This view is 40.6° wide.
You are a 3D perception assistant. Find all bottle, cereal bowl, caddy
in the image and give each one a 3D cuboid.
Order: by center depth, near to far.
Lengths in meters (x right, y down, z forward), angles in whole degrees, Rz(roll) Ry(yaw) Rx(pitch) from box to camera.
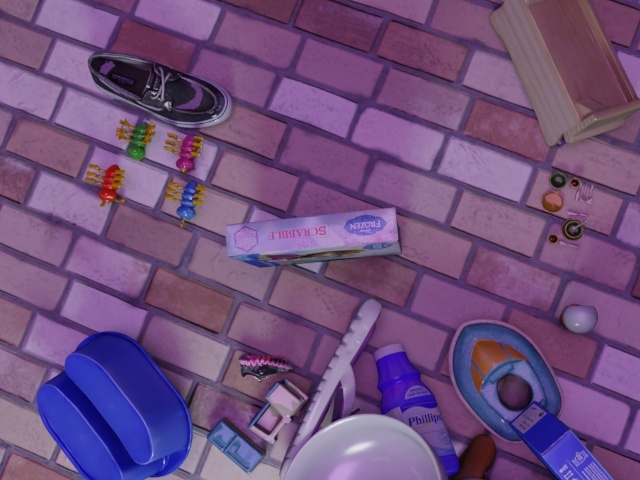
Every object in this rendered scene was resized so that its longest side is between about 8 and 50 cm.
[{"bbox_3d":[0.093,0.505,1.608,0.339,0.141,0.338,-15,54,21],"label":"cereal bowl"},{"bbox_3d":[0.184,0.350,1.755,0.118,0.092,0.282,-1,61,-34],"label":"bottle"},{"bbox_3d":[-0.421,0.354,1.809,0.241,0.179,0.341,-44,80,24],"label":"caddy"}]

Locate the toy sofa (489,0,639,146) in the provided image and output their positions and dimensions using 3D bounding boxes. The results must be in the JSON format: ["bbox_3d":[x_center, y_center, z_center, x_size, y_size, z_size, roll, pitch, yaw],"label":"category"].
[{"bbox_3d":[0.515,-0.390,1.813,0.150,0.177,0.362,-19,81,-21],"label":"toy sofa"}]

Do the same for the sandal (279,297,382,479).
[{"bbox_3d":[0.040,0.317,1.762,0.102,0.169,0.416,27,86,4],"label":"sandal"}]

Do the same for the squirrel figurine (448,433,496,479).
[{"bbox_3d":[0.370,0.653,1.668,0.370,0.281,0.397,32,102,-1],"label":"squirrel figurine"}]

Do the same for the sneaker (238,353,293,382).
[{"bbox_3d":[-0.117,0.277,1.850,0.119,0.047,0.057,5,103,9],"label":"sneaker"}]

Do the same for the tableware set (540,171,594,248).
[{"bbox_3d":[0.514,-0.064,1.821,0.104,0.024,0.154,15,86,8],"label":"tableware set"}]

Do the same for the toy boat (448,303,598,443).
[{"bbox_3d":[0.416,0.234,1.734,0.318,0.148,0.267,-40,80,1],"label":"toy boat"}]

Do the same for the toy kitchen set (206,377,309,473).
[{"bbox_3d":[-0.138,0.367,1.774,0.122,0.166,0.207,38,89,9],"label":"toy kitchen set"}]

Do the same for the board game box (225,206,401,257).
[{"bbox_3d":[0.000,0.000,1.726,0.318,0.319,0.065,-6,84,7],"label":"board game box"}]

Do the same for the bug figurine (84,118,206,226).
[{"bbox_3d":[-0.365,-0.152,1.910,0.279,0.072,0.216,13,79,13],"label":"bug figurine"}]

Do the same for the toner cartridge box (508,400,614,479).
[{"bbox_3d":[0.513,0.469,1.631,0.075,0.165,0.348,-42,102,0],"label":"toner cartridge box"}]

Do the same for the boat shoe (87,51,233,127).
[{"bbox_3d":[-0.362,-0.331,1.906,0.335,0.119,0.121,14,85,8],"label":"boat shoe"}]
